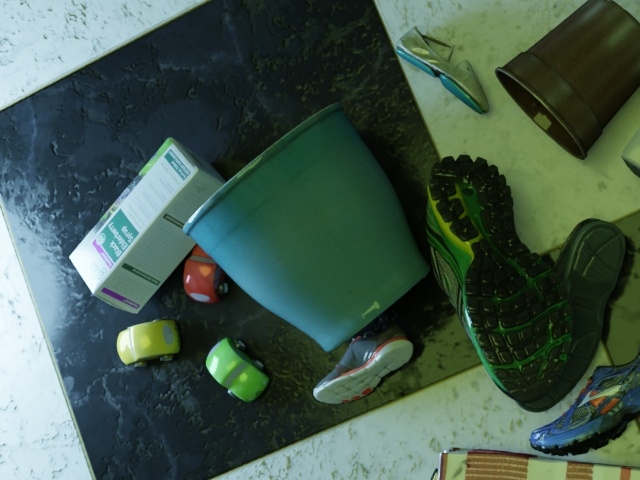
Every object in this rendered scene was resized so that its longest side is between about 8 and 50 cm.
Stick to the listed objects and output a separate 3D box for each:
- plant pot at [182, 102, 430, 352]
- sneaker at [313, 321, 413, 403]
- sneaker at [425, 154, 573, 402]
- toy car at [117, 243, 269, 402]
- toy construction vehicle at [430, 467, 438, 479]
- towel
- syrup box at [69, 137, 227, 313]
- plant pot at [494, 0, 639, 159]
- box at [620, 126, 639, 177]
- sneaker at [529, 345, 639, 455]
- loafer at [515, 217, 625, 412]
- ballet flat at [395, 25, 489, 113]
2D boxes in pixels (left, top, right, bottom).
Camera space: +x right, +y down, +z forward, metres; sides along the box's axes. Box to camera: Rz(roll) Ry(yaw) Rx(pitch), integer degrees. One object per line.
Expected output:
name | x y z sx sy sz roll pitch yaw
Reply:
plant pot | 0.000 0.000 1.918 0.271 0.271 0.255 -39 89 11
sneaker | 0.056 0.168 1.984 0.158 0.061 0.065 -32 48 12
sneaker | 0.226 0.060 1.860 0.134 0.146 0.343 -9 57 -10
toy car | -0.164 0.139 2.054 0.225 0.053 0.239 44 99 18
toy construction vehicle | 0.172 0.366 1.921 0.086 0.035 0.098 20 91 20
towel | 0.308 0.399 1.852 0.329 0.037 0.237 5 85 13
syrup box | -0.242 -0.019 2.064 0.237 0.096 0.093 -48 47 8
plant pot | 0.344 -0.220 1.872 0.165 0.167 0.167 -44 72 1
box | 0.513 -0.084 1.795 0.232 0.148 0.127 36 96 19
sneaker | 0.367 0.209 1.859 0.221 0.083 0.087 -30 62 8
loafer | 0.322 0.097 1.890 0.096 0.084 0.267 22 96 -11
ballet flat | 0.177 -0.240 1.980 0.168 0.057 0.052 39 87 19
